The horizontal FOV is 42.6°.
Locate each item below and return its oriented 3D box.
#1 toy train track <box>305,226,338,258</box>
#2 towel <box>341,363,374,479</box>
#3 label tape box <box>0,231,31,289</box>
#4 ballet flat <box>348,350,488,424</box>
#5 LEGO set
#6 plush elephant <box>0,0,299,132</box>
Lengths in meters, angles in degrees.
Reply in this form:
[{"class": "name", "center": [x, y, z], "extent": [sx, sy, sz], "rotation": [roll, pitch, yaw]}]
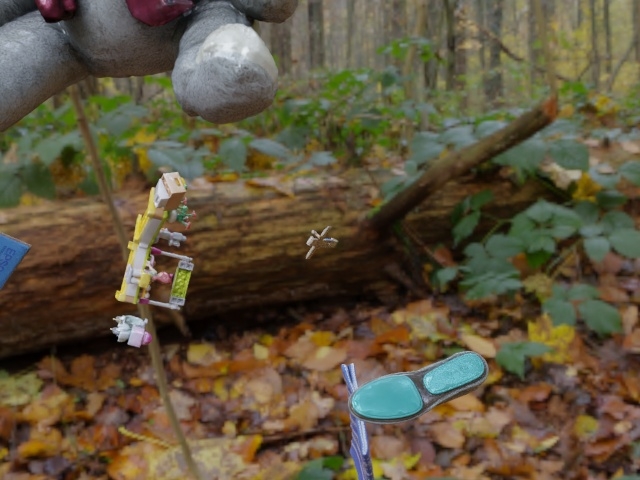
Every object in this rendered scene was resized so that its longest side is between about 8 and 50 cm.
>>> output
[{"class": "toy train track", "center": [0.000, 0.000, 0.993], "extent": [0.014, 0.048, 0.083], "rotation": [39, 12, 18]}, {"class": "towel", "center": [0.086, 0.461, 1.788], "extent": [0.040, 0.336, 0.243], "rotation": [-10, 42, -1]}, {"class": "label tape box", "center": [-0.550, 0.002, 0.950], "extent": [0.333, 0.241, 0.106], "rotation": [29, 19, -36]}, {"class": "ballet flat", "center": [0.140, 0.219, 1.172], "extent": [0.213, 0.072, 0.068], "rotation": [-17, -28, -12]}, {"class": "LEGO set", "center": [-0.234, 0.022, 1.263], "extent": [0.107, 0.287, 0.132], "rotation": [15, 20, -20]}, {"class": "plush elephant", "center": [-0.146, -0.256, 0.604], "extent": [0.271, 0.255, 0.330], "rotation": [1, 37, 16]}]
